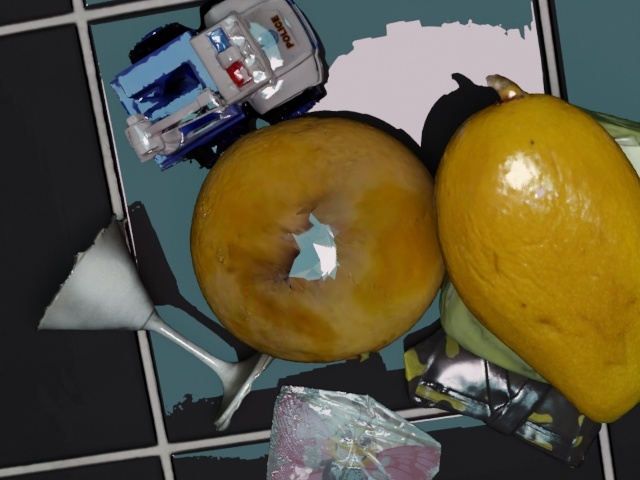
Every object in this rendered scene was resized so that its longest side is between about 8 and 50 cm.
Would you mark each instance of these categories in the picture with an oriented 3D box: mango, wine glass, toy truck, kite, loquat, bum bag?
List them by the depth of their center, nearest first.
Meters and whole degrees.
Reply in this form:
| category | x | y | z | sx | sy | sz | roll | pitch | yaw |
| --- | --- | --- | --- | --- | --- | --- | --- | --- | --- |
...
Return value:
| category | x | y | z | sx | sy | sz | roll | pitch | yaw |
| --- | --- | --- | --- | --- | --- | --- | --- | --- | --- |
| mango | 0.195 | 0.011 | 0.934 | 0.176 | 0.119 | 0.317 | -26 | 102 | 9 |
| loquat | 0.000 | 0.000 | 1.134 | 0.263 | 0.263 | 0.263 | 1 | 98 | 4 |
| toy truck | -0.107 | -0.169 | 1.152 | 0.213 | 0.177 | 0.161 | -31 | 94 | 8 |
| wine glass | -0.171 | 0.096 | 1.214 | 0.232 | 0.156 | 0.156 | 34 | 99 | -5 |
| bum bag | 0.201 | 0.165 | 1.239 | 0.232 | 0.060 | 0.107 | 24 | 90 | -2 |
| kite | -0.007 | 0.344 | 1.298 | 0.204 | 0.022 | 0.360 | 22 | 95 | 0 |

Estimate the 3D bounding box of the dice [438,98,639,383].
| category | x | y | z | sx | sy | sz | roll | pitch | yaw |
| --- | --- | --- | --- | --- | --- | --- | --- | --- | --- |
| dice | 0.265 | 0.003 | 1.115 | 0.252 | 0.254 | 0.250 | 14 | 102 | 1 |
